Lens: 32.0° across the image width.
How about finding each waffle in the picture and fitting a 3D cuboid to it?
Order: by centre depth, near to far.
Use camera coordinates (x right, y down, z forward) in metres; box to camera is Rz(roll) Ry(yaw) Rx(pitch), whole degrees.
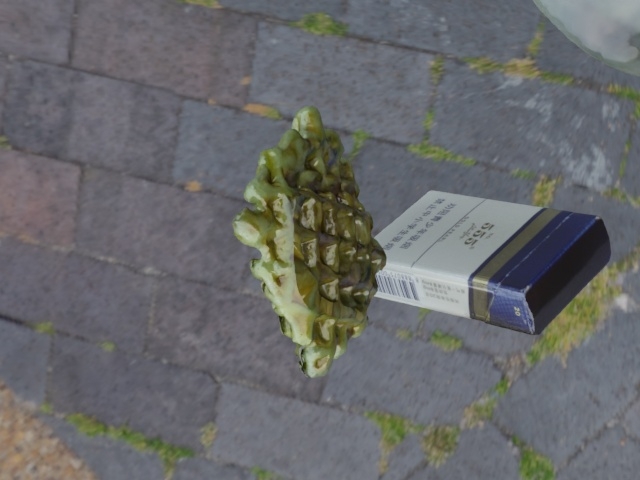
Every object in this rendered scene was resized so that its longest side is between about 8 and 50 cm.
[{"bbox_3d":[0.003,-0.001,1.050,0.054,0.204,0.223,-9,122,26],"label":"waffle"}]

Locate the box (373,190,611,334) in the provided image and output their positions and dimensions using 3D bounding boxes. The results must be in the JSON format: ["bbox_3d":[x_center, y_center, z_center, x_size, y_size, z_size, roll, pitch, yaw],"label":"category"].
[{"bbox_3d":[0.189,0.020,1.315,0.259,0.168,0.071,14,132,45],"label":"box"}]

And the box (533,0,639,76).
[{"bbox_3d":[0.233,-0.248,0.625,0.111,0.396,0.396,-47,49,44],"label":"box"}]
